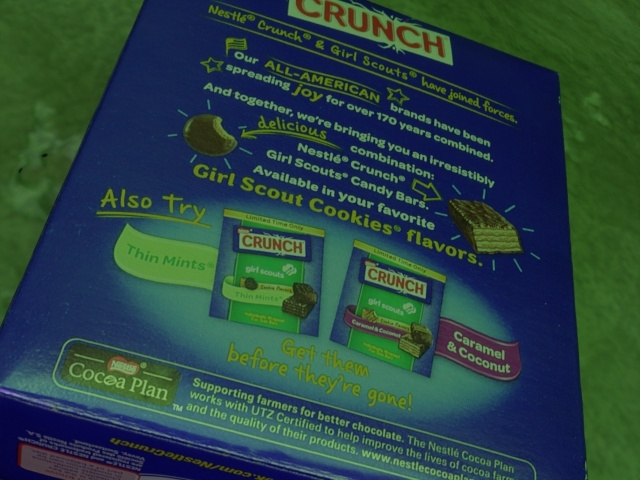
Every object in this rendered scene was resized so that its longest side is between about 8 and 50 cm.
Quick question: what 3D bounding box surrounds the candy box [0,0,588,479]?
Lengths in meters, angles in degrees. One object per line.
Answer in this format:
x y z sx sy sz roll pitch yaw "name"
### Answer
0.000 0.000 0.467 0.268 0.122 0.317 18 53 -9 "candy box"
